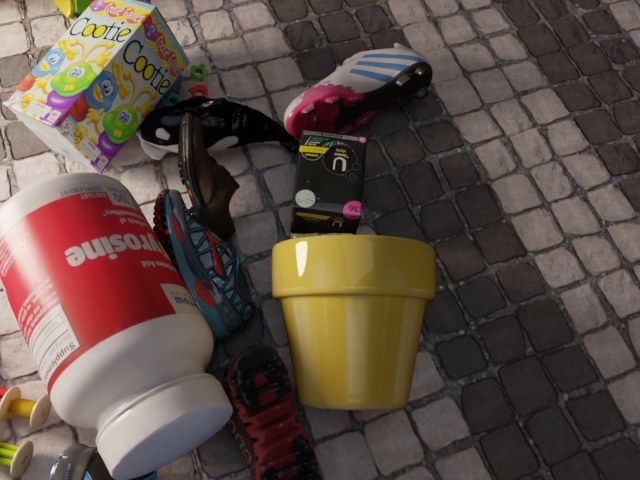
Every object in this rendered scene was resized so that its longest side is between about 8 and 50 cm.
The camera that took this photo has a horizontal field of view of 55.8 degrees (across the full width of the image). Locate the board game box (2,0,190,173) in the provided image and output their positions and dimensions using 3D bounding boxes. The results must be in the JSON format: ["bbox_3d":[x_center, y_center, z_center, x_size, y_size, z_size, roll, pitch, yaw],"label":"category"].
[{"bbox_3d":[-0.390,-0.284,1.077,0.144,0.142,0.275,24,71,25],"label":"board game box"}]

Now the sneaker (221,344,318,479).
[{"bbox_3d":[-0.080,0.288,0.901,0.098,0.135,0.275,-16,90,-25],"label":"sneaker"}]

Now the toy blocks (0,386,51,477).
[{"bbox_3d":[-0.494,0.272,0.893,0.148,0.054,0.123,13,66,3],"label":"toy blocks"}]

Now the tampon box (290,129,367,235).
[{"bbox_3d":[0.014,-0.099,1.086,0.121,0.101,0.160,6,64,-2],"label":"tampon box"}]

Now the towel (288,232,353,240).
[{"bbox_3d":[0.000,0.000,1.020,0.110,0.148,0.027,1,91,-5],"label":"towel"}]

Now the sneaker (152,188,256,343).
[{"bbox_3d":[-0.189,0.032,0.998,0.125,0.104,0.261,-22,93,-28],"label":"sneaker"}]

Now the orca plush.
[{"bbox_3d":[-0.175,-0.209,1.097,0.288,0.102,0.151,14,66,-10],"label":"orca plush"}]

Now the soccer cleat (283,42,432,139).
[{"bbox_3d":[0.061,-0.297,1.192,0.331,0.116,0.143,-24,53,-18],"label":"soccer cleat"}]

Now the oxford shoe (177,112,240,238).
[{"bbox_3d":[-0.196,-0.112,1.059,0.096,0.083,0.227,-13,101,-19],"label":"oxford shoe"}]

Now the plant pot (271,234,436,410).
[{"bbox_3d":[0.049,0.128,0.920,0.254,0.254,0.238,2,81,-4],"label":"plant pot"}]

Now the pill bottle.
[{"bbox_3d":[-0.300,0.115,0.872,0.229,0.229,0.407,-29,66,-17],"label":"pill bottle"}]

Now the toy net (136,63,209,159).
[{"bbox_3d":[-0.285,-0.247,1.165,0.122,0.045,0.232,9,66,-13],"label":"toy net"}]

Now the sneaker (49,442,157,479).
[{"bbox_3d":[-0.304,0.445,0.790,0.140,0.125,0.340,6,67,-7],"label":"sneaker"}]

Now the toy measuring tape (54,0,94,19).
[{"bbox_3d":[-0.468,-0.495,1.218,0.121,0.121,0.330,-34,72,-19],"label":"toy measuring tape"}]
